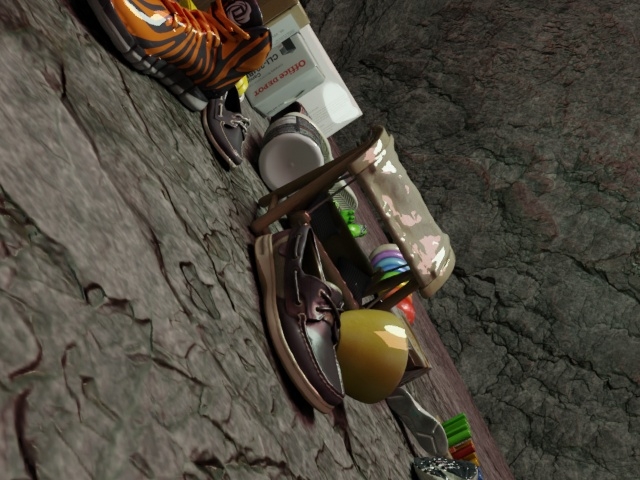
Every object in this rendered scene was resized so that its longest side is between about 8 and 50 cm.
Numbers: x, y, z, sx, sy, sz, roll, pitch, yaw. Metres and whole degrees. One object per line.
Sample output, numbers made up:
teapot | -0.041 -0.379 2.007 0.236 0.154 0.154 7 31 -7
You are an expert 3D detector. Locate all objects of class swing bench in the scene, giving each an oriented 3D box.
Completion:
swing bench | 0.063 -0.009 0.993 0.253 0.254 0.165 57 10 -17

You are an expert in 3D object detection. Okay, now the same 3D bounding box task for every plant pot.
plant pot | 0.041 0.152 0.848 0.095 0.134 0.134 22 31 -33

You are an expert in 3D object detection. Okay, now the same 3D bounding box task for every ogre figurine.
ogre figurine | 0.011 -0.052 1.326 0.197 0.096 0.118 50 20 -14

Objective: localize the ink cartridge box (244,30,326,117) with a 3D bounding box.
ink cartridge box | -0.139 -0.490 1.571 0.273 0.196 0.114 61 11 8

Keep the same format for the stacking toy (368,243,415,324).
stacking toy | 0.209 0.143 1.758 0.141 0.141 0.330 56 17 -22

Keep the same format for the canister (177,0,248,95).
canister | -0.216 -0.352 1.132 0.170 0.073 0.126 50 13 -39

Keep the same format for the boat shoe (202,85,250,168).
boat shoe | -0.154 -0.202 1.020 0.075 0.064 0.206 50 13 -46

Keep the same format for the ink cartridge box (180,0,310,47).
ink cartridge box | -0.169 -0.508 1.350 0.193 0.234 0.088 64 11 19

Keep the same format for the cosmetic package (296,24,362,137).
cosmetic package | -0.052 -0.505 1.962 0.366 0.196 0.155 58 -15 -9

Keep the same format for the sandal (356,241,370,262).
sandal | 0.041 0.008 1.488 0.254 0.054 0.097 31 21 -52

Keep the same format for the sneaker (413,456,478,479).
sneaker | 0.213 0.437 0.983 0.283 0.109 0.122 144 -50 -87

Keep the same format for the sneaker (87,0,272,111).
sneaker | -0.182 -0.310 0.851 0.125 0.180 0.321 62 9 12

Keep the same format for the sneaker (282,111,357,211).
sneaker | -0.028 -0.196 1.533 0.350 0.131 0.148 59 1 -43

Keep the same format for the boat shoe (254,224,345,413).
boat shoe | -0.016 0.084 0.790 0.103 0.092 0.285 51 13 -43

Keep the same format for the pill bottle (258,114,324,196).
pill bottle | -0.060 -0.189 1.275 0.131 0.130 0.246 56 11 -20

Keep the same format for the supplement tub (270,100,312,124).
supplement tub | -0.053 -0.292 1.710 0.198 0.106 0.106 51 13 -47

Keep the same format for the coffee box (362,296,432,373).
coffee box | 0.128 0.205 1.164 0.141 0.098 0.246 63 10 18

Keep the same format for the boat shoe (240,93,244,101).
boat shoe | -0.191 -0.338 1.310 0.125 0.046 0.038 -98 162 -46

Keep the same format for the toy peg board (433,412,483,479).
toy peg board | 0.346 0.505 1.457 0.161 0.079 0.161 60 10 1

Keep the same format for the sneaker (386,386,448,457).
sneaker | 0.186 0.341 1.148 0.152 0.053 0.061 50 -4 20
